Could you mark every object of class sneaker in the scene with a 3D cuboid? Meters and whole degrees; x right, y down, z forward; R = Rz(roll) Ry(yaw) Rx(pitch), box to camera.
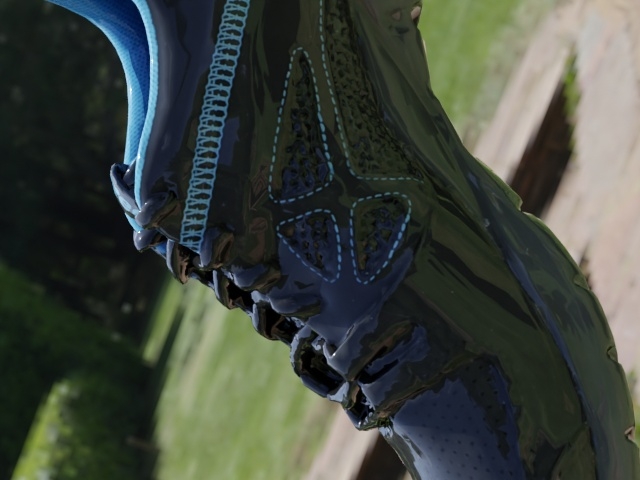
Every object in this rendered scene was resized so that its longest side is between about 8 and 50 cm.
[{"bbox_3d":[0.000,0.000,0.726,0.341,0.140,0.125,64,160,9],"label":"sneaker"}]
